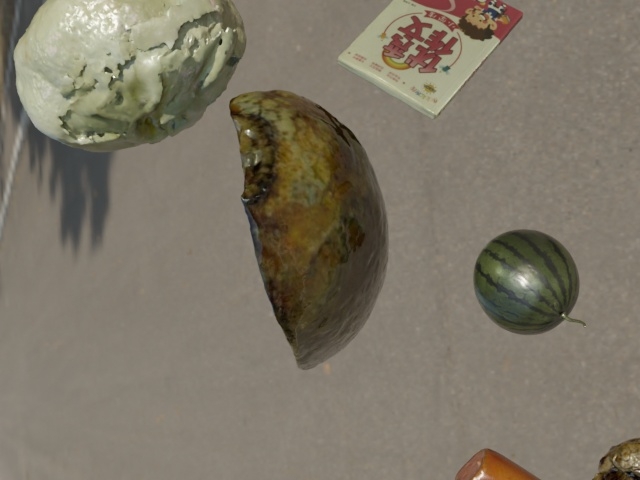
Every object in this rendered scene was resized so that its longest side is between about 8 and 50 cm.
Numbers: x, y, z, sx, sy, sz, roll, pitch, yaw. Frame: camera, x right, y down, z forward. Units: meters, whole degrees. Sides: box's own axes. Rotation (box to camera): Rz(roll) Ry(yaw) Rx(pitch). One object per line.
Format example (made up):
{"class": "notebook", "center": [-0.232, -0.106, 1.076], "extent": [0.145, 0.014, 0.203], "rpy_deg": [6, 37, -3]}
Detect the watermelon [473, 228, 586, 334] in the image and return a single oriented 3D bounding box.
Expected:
{"class": "watermelon", "center": [0.214, 0.049, 0.895], "extent": [0.133, 0.105, 0.105], "rpy_deg": [47, 136, 40]}

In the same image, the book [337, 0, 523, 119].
{"class": "book", "center": [0.155, -0.282, 1.242], "extent": [0.162, 0.232, 0.022], "rpy_deg": [33, 154, 18]}

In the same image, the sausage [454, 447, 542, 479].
{"class": "sausage", "center": [0.140, 0.173, 0.533], "extent": [0.041, 0.131, 0.039], "rpy_deg": [-56, 3, 8]}

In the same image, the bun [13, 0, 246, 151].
{"class": "bun", "center": [-0.178, -0.175, 0.903], "extent": [0.141, 0.239, 0.239], "rpy_deg": [64, 152, 8]}

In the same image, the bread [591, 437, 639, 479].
{"class": "bread", "center": [0.316, 0.248, 0.917], "extent": [0.082, 0.060, 0.113], "rpy_deg": [-102, 33, -74]}

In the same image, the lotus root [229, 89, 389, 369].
{"class": "lotus root", "center": [0.005, -0.003, 0.922], "extent": [0.314, 0.142, 0.210], "rpy_deg": [75, -179, -60]}
